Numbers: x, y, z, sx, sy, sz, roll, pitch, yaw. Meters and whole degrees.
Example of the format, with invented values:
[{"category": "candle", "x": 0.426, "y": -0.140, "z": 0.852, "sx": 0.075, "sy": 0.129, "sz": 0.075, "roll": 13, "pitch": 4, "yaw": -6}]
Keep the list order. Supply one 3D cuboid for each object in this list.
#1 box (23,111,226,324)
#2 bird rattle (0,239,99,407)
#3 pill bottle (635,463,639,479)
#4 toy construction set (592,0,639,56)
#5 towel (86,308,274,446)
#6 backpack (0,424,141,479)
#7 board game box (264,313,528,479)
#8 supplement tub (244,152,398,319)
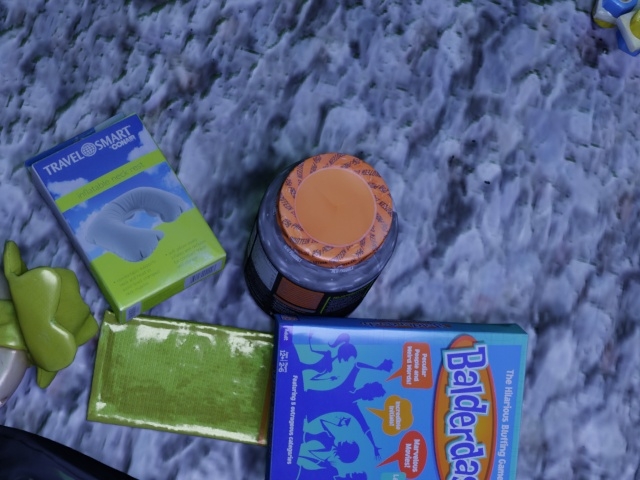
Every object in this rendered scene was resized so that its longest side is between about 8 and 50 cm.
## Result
[{"category": "box", "x": -0.172, "y": -0.029, "z": 1.350, "sx": 0.109, "sy": 0.042, "sz": 0.178, "roll": -29, "pitch": 74, "yaw": -18}, {"category": "bird rattle", "x": -0.310, "y": 0.105, "z": 1.284, "sx": 0.207, "sy": 0.143, "sz": 0.253, "roll": 39, "pitch": 85, "yaw": 16}, {"category": "pill bottle", "x": 0.354, "y": 0.221, "z": 1.338, "sx": 0.152, "sy": 0.086, "sz": 0.086, "roll": 20, "pitch": 72, "yaw": -2}, {"category": "toy construction set", "x": 0.433, "y": -0.173, "z": 1.444, "sx": 0.327, "sy": 0.151, "sz": 0.215, "roll": -13, "pitch": 75, "yaw": -1}, {"category": "towel", "x": -0.077, "y": 0.123, "z": 1.339, "sx": 0.237, "sy": 0.021, "sz": 0.102, "roll": 9, "pitch": 72, "yaw": -5}, {"category": "backpack", "x": -0.186, "y": 0.360, "z": 1.144, "sx": 0.290, "sy": 0.273, "sz": 0.356, "roll": 32, "pitch": 84, "yaw": -29}, {"category": "board game box", "x": 0.062, "y": 0.146, "z": 1.298, "sx": 0.210, "sy": 0.047, "sz": 0.160, "roll": 2, "pitch": 98, "yaw": -8}, {"category": "supplement tub", "x": 0.000, "y": 0.000, "z": 1.298, "sx": 0.117, "sy": 0.190, "sz": 0.117, "roll": 2, "pitch": 73, "yaw": -8}]
